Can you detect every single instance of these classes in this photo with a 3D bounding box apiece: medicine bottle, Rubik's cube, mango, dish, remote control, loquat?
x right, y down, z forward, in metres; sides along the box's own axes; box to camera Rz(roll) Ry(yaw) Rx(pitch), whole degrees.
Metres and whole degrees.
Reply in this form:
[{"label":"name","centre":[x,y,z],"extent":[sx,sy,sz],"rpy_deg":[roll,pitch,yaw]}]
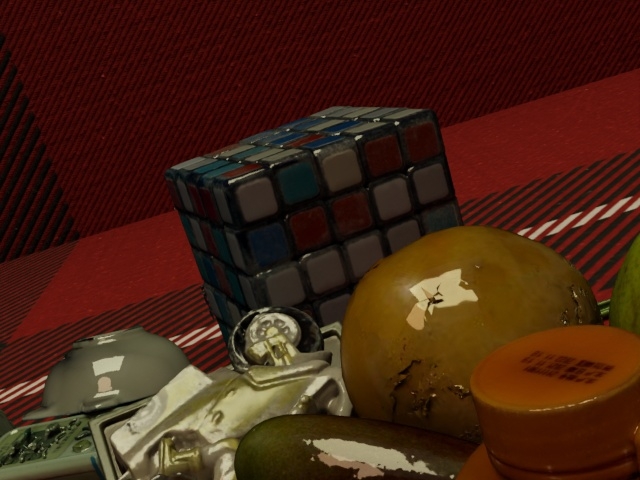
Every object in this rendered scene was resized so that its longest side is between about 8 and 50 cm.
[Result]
[{"label":"medicine bottle","centre":[0.161,0.170,0.547],"extent":[0.112,0.222,0.149],"rpy_deg":[-25,17,-27]},{"label":"Rubik's cube","centre":[0.000,0.000,1.229],"extent":[0.293,0.291,0.287],"rpy_deg":[-20,16,-19]},{"label":"mango","centre":[0.054,0.200,0.702],"extent":[0.268,0.133,0.111],"rpy_deg":[8,41,19]},{"label":"dish","centre":[-0.279,0.163,1.211],"extent":[0.228,0.086,0.236],"rpy_deg":[-12,-1,-23]},{"label":"remote control","centre":[-0.231,0.236,1.055],"extent":[0.336,0.065,0.128],"rpy_deg":[-13,17,15]},{"label":"loquat","centre":[0.134,0.101,0.815],"extent":[0.235,0.235,0.235],"rpy_deg":[-16,15,4]}]

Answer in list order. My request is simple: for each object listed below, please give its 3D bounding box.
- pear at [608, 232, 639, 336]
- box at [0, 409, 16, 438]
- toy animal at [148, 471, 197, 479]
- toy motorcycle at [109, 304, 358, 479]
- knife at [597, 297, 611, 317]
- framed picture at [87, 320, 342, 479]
[{"label":"pear","centre":[0.349,0.061,0.770],"extent":[0.269,0.212,0.212],"rpy_deg":[-44,26,-28]},{"label":"box","centre":[-0.421,0.267,1.129],"extent":[0.069,0.084,0.122],"rpy_deg":[-20,12,18]},{"label":"toy animal","centre":[-0.070,0.259,0.612],"extent":[0.273,0.160,0.197],"rpy_deg":[-18,28,-28]},{"label":"toy motorcycle","centre":[-0.067,0.201,0.835],"extent":[0.223,0.107,0.341],"rpy_deg":[27,52,26]},{"label":"knife","centre":[0.355,0.071,1.090],"extent":[0.184,0.026,0.022],"rpy_deg":[-19,44,-1]},{"label":"framed picture","centre":[-0.068,0.199,0.931],"extent":[0.290,0.020,0.211],"rpy_deg":[-20,40,-14]}]
